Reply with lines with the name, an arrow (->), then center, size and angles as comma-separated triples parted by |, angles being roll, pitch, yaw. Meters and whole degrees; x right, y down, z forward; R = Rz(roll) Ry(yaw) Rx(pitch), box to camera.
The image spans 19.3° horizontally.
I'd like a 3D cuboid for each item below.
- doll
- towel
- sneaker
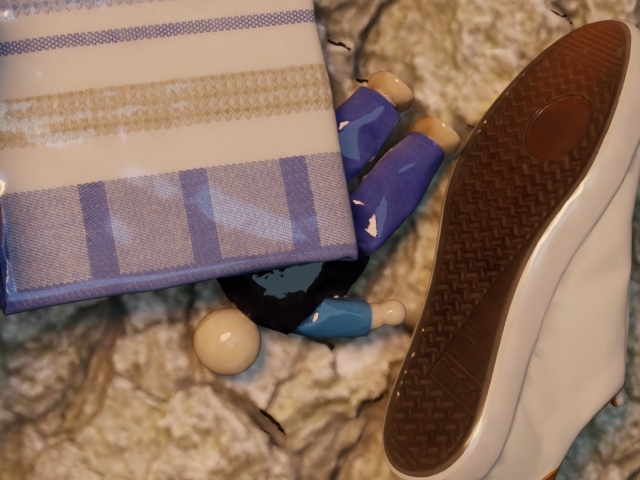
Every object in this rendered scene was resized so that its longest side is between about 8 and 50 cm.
doll -> 0.000, 0.000, 1.041 | 0.129, 0.046, 0.189 | 43, 77, -10
towel -> -0.102, -0.112, 1.001 | 0.209, 0.034, 0.285 | -10, 82, -17
sneaker -> 0.131, 0.020, 1.068 | 0.123, 0.106, 0.290 | 33, 75, -39
